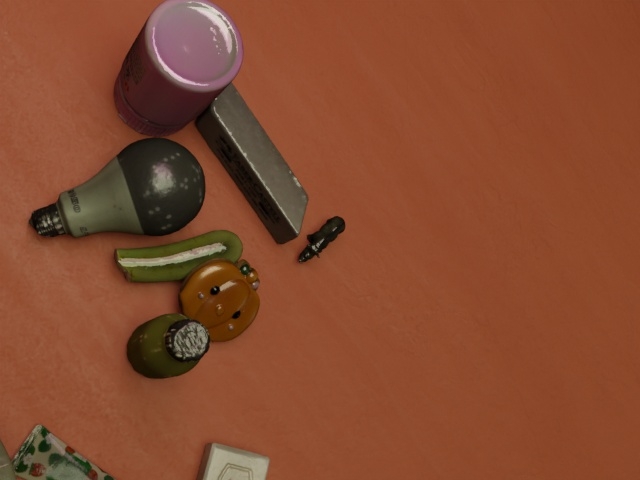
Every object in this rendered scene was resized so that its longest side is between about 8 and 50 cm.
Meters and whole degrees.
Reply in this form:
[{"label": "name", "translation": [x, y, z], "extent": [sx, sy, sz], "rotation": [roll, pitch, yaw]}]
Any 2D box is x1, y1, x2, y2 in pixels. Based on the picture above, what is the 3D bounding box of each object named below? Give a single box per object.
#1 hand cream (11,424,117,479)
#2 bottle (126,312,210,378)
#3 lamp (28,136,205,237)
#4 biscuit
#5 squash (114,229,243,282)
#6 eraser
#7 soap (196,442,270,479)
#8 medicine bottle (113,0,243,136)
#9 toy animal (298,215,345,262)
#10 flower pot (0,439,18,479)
[{"label": "hand cream", "translation": [-0.405, 0.432, 1.455], "extent": [0.276, 0.059, 0.095], "rotation": [35, 65, -11]}, {"label": "bottle", "translation": [-0.262, 0.184, 1.454], "extent": [0.112, 0.260, 0.112], "rotation": [5, 77, -24]}, {"label": "lamp", "translation": [-0.356, -0.067, 1.511], "extent": [0.314, 0.182, 0.182], "rotation": [-32, 94, -22]}, {"label": "biscuit", "translation": [-0.181, 0.111, 1.583], "extent": [0.170, 0.050, 0.170], "rotation": [-9, 113, -23]}, {"label": "squash", "translation": [-0.266, 0.033, 1.588], "extent": [0.250, 0.083, 0.083], "rotation": [-10, 84, -23]}, {"label": "eraser", "translation": [-0.139, -0.159, 1.665], "extent": [0.077, 0.111, 0.352], "rotation": [-37, 96, -24]}, {"label": "soap", "translation": [-0.176, 0.481, 1.547], "extent": [0.121, 0.064, 0.183], "rotation": [19, 71, -18]}, {"label": "medicine bottle", "translation": [-0.270, -0.311, 1.531], "extent": [0.178, 0.291, 0.178], "rotation": [5, 78, -24]}, {"label": "toy animal", "translation": [0.000, 0.000, 1.724], "extent": [0.136, 0.065, 0.047], "rotation": [-41, 97, -25]}, {"label": "flower pot", "translation": [-0.616, 0.410, 1.267], "extent": [0.259, 0.290, 0.290], "rotation": [-16, 87, -40]}]
